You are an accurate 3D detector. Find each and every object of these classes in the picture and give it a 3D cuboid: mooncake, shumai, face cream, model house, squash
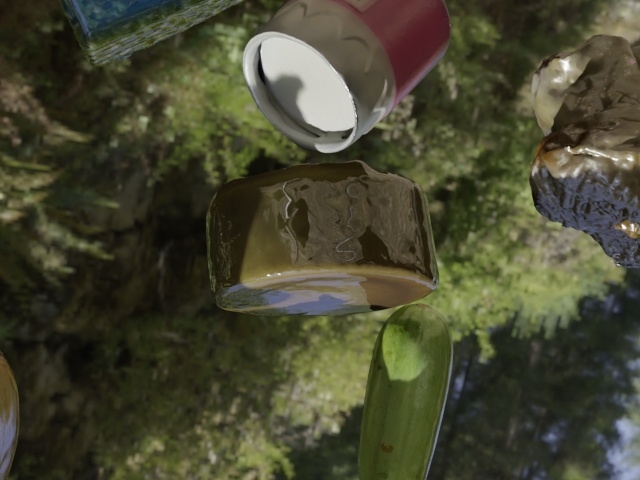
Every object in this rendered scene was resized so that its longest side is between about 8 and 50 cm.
[{"bbox_3d":[0.000,0.000,1.488,0.284,0.156,0.284,-4,167,-1],"label":"mooncake"},{"bbox_3d":[0.308,-0.099,1.182,0.218,0.186,0.184,31,162,-34],"label":"shumai"},{"bbox_3d":[0.030,-0.222,1.385,0.175,0.175,0.195,24,-127,31],"label":"face cream"},{"bbox_3d":[-0.223,-0.351,1.450,0.237,0.303,0.216,-25,-114,-8],"label":"model house"},{"bbox_3d":[0.111,0.270,1.689,0.118,0.371,0.118,9,-172,-1],"label":"squash"}]

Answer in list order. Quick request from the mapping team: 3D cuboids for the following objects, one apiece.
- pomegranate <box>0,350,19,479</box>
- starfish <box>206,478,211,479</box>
[{"bbox_3d":[-0.549,0.218,1.367,0.411,0.412,0.411,11,-162,-4],"label":"pomegranate"},{"bbox_3d":[-0.184,0.429,1.482,0.293,0.302,0.084,-22,-153,4],"label":"starfish"}]
